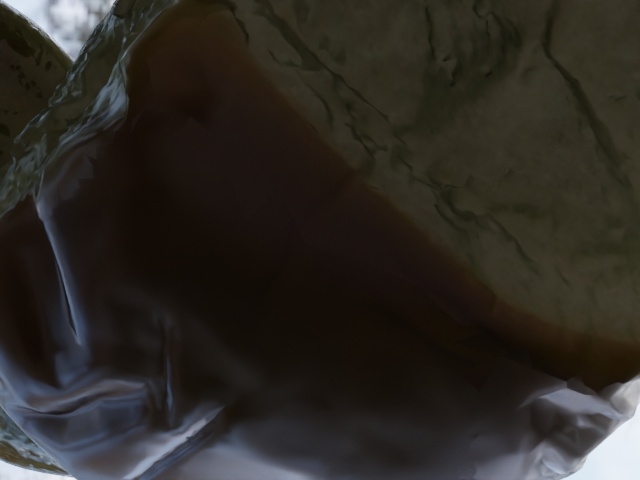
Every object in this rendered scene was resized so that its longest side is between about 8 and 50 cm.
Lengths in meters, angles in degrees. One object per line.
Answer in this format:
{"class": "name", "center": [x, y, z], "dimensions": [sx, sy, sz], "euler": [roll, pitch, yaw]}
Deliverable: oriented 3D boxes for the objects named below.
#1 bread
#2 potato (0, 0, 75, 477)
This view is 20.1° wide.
{"class": "bread", "center": [0.000, 0.000, 0.728], "dimensions": [0.250, 0.279, 0.225], "euler": [33, -134, -12]}
{"class": "potato", "center": [-0.208, -0.004, 1.107], "dimensions": [0.218, 0.202, 0.351], "euler": [-41, -90, -15]}
